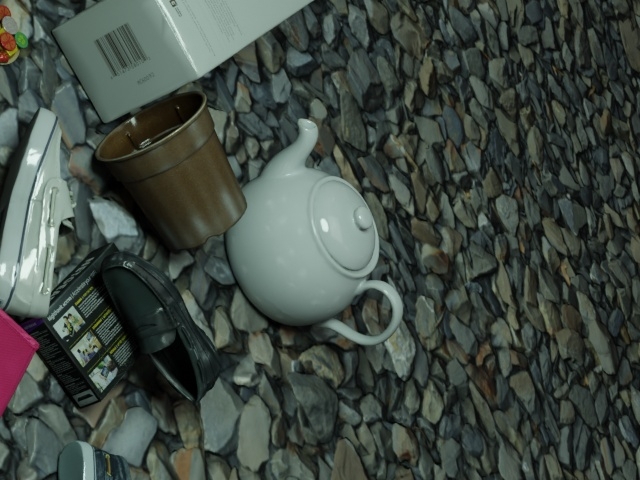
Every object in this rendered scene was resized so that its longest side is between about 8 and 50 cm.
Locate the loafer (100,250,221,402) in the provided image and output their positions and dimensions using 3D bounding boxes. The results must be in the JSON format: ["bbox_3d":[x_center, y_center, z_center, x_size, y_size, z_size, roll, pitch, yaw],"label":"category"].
[{"bbox_3d":[-0.200,0.109,1.840,0.223,0.076,0.078,55,29,-25],"label":"loafer"}]

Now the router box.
[{"bbox_3d":[-0.279,0.104,1.846,0.133,0.046,0.179,57,37,-15],"label":"router box"}]

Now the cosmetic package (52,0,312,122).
[{"bbox_3d":[-0.177,-0.323,2.067,0.155,0.197,0.365,61,38,-11],"label":"cosmetic package"}]

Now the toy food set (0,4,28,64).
[{"bbox_3d":[-0.413,-0.265,1.879,0.083,0.020,0.082,56,38,-17],"label":"toy food set"}]

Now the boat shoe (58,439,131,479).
[{"bbox_3d":[-0.263,0.330,1.738,0.083,0.065,0.183,25,53,-42],"label":"boat shoe"}]

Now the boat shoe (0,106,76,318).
[{"bbox_3d":[-0.338,-0.032,1.777,0.088,0.096,0.267,18,58,-21],"label":"boat shoe"}]

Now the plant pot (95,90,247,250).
[{"bbox_3d":[-0.190,-0.086,1.975,0.165,0.167,0.167,62,35,-24],"label":"plant pot"}]

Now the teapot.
[{"bbox_3d":[0.000,0.000,2.141,0.256,0.187,0.252,33,49,-40],"label":"teapot"}]

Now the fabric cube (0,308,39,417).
[{"bbox_3d":[-0.476,0.144,1.396,0.259,0.254,0.258,48,41,-26],"label":"fabric cube"}]
